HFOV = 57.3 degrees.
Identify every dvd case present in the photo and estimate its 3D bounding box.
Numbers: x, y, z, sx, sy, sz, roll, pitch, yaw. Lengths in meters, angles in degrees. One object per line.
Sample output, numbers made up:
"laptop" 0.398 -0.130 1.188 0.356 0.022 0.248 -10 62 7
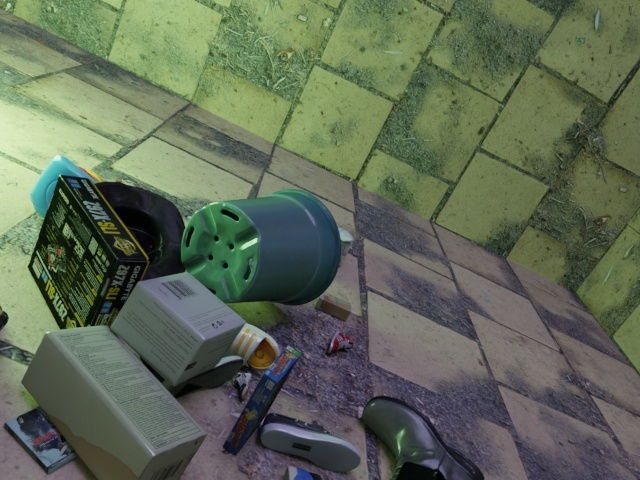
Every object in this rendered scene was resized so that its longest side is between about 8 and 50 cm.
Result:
"dvd case" -0.464 0.334 0.998 0.119 0.013 0.087 38 23 17

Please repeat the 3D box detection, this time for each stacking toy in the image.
"stacking toy" -0.655 -0.134 1.665 0.175 0.166 0.302 38 10 0

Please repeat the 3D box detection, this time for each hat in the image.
"hat" -0.496 0.012 1.509 0.331 0.134 0.331 24 42 -24

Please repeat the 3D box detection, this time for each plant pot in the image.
"plant pot" -0.170 0.023 1.575 0.341 0.341 0.334 38 18 23

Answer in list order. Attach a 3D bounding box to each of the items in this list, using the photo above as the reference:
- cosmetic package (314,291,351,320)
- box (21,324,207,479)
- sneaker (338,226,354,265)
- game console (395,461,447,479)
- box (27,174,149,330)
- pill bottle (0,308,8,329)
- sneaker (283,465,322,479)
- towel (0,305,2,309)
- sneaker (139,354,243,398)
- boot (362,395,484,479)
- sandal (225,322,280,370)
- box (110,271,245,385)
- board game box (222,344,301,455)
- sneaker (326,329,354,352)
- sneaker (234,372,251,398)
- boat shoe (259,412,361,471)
"cosmetic package" 0.039 0.207 1.869 0.115 0.041 0.060 24 21 -11
"box" -0.367 0.295 1.036 0.311 0.121 0.148 38 15 24
"sneaker" 0.000 0.000 2.155 0.210 0.137 0.366 29 18 9
"game console" 0.207 0.529 1.200 0.107 0.071 0.122 54 40 -6
"box" -0.507 0.049 1.254 0.079 0.257 0.322 2 33 -48
"pill bottle" -0.667 0.108 1.007 0.219 0.122 0.123 48 14 -21
"sneaker" -0.025 0.496 1.112 0.084 0.058 0.152 15 17 -10
"towel" -0.746 0.036 1.118 0.274 0.199 0.031 30 57 4
"sneaker" -0.290 0.252 1.299 0.226 0.086 0.163 -2 39 -51
"boot" 0.190 0.500 1.313 0.338 0.118 0.222 31 30 29
"sandal" -0.221 0.239 1.413 0.265 0.102 0.076 28 21 21
"box" -0.281 0.170 1.177 0.182 0.119 0.181 38 14 13
"board game box" -0.117 0.323 1.193 0.035 0.201 0.136 32 21 9
"sneaker" 0.059 0.300 1.683 0.067 0.042 0.118 27 19 6
"sneaker" -0.181 0.332 1.339 0.036 0.032 0.083 12 18 -4
"boat shoe" -0.021 0.427 1.262 0.228 0.080 0.076 17 24 -9
